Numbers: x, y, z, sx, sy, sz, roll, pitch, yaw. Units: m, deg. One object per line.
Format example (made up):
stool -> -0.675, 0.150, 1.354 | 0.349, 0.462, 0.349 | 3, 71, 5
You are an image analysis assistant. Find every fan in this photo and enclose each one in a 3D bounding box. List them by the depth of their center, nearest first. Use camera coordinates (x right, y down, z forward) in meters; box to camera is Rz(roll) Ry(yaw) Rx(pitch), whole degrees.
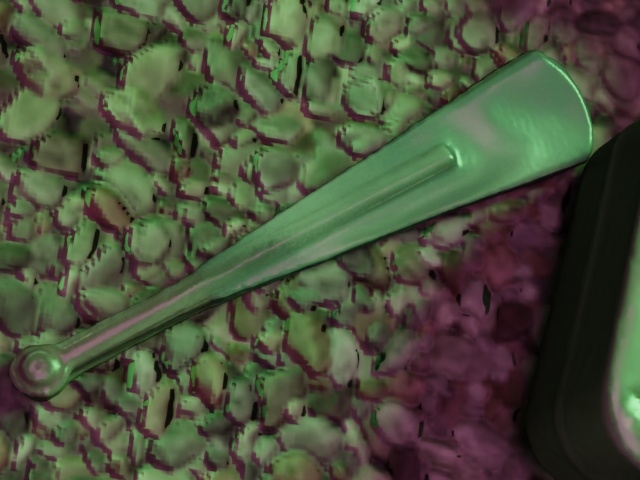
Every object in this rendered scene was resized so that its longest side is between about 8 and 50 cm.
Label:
fan -> 0.000, 0.000, 0.659 | 0.282, 0.023, 0.057 | -29, 95, -18

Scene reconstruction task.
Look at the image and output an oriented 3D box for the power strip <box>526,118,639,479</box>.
power strip -> 0.208, 0.089, 0.631 | 0.229, 0.141, 0.261 | 20, 72, -12
